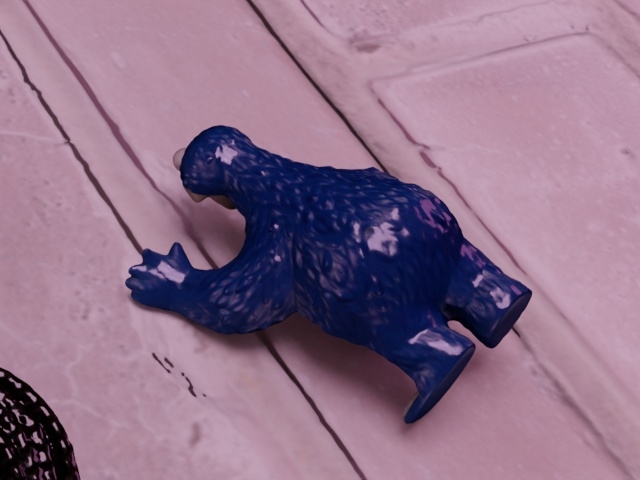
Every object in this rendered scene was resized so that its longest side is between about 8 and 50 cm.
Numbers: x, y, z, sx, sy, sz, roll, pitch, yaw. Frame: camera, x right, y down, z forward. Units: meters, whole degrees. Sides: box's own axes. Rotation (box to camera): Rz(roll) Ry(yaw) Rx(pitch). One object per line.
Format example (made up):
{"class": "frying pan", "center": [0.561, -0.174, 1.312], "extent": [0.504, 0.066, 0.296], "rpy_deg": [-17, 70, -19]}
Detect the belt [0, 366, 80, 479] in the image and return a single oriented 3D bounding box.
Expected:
{"class": "belt", "center": [-0.205, 0.181, 0.873], "extent": [0.184, 0.164, 0.289], "rpy_deg": [9, 43, -22]}

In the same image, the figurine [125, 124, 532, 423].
{"class": "figurine", "center": [0.009, -0.001, 1.164], "extent": [0.262, 0.120, 0.164], "rpy_deg": [24, 46, 10]}
